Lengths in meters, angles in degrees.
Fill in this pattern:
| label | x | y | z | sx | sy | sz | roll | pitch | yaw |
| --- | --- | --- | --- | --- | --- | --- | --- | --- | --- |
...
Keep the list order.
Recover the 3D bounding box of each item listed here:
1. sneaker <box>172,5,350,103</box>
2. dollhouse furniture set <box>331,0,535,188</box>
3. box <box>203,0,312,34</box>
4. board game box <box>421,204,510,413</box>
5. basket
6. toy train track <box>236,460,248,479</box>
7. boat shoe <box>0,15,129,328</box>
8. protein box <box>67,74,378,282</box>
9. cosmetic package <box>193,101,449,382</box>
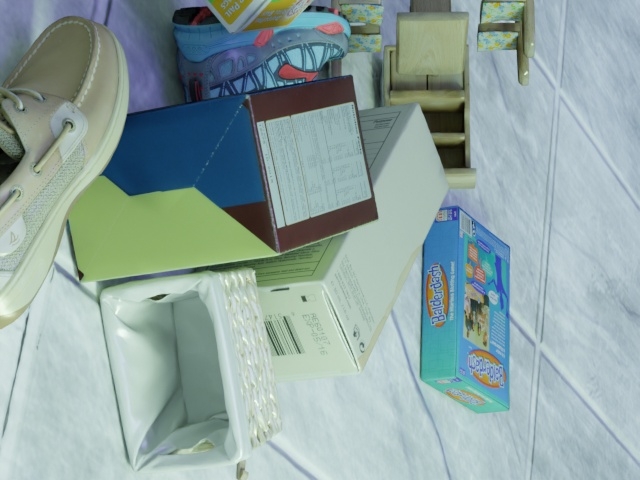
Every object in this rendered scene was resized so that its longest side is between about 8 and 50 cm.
| label | x | y | z | sx | sy | sz | roll | pitch | yaw |
| --- | --- | --- | --- | --- | --- | --- | --- | --- | --- |
| sneaker | -0.062 | -0.168 | 1.940 | 0.262 | 0.104 | 0.125 | -12 | 106 | -56 |
| dollhouse furniture set | 0.118 | -0.171 | 2.143 | 0.242 | 0.212 | 0.161 | 85 | 5 | -71 |
| box | -0.084 | -0.296 | 1.801 | 0.203 | 0.103 | 0.114 | 51 | 26 | 11 |
| board game box | 0.174 | 0.084 | 2.344 | 0.160 | 0.047 | 0.210 | 35 | 52 | -55 |
| basket | -0.109 | 0.109 | 1.731 | 0.103 | 0.113 | 0.167 | -15 | 96 | -67 |
| toy train track | -0.069 | 0.188 | 1.888 | 0.048 | 0.014 | 0.083 | 36 | 52 | -54 |
| boat shoe | -0.237 | -0.073 | 1.546 | 0.098 | 0.109 | 0.302 | 56 | 42 | -42 |
| protein box | -0.088 | -0.056 | 1.718 | 0.201 | 0.200 | 0.136 | -19 | 99 | -62 |
| cosmetic package | 0.000 | 0.000 | 1.918 | 0.113 | 0.160 | 0.309 | 67 | 32 | -27 |
